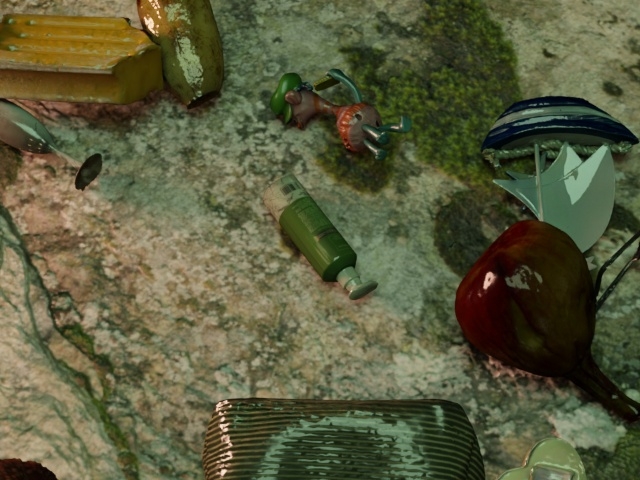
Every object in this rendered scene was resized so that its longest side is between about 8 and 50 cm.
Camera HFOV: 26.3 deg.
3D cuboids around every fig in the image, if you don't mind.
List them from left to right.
[{"bbox_3d":[0.309,0.108,1.762,0.191,0.190,0.290,-40,66,-19],"label":"fig"}]

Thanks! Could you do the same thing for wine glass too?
[{"bbox_3d":[-0.412,-0.145,1.989,0.198,0.066,0.066,31,66,17],"label":"wine glass"}]

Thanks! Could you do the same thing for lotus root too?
[{"bbox_3d":[-0.208,-0.315,2.060,0.110,0.097,0.258,-19,64,-4],"label":"lotus root"}]

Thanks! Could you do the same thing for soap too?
[{"bbox_3d":[-0.357,-0.267,2.016,0.258,0.080,0.160,4,37,6],"label":"soap"}]

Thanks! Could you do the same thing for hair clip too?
[{"bbox_3d":[0.286,0.351,1.690,0.159,0.071,0.218,12,68,2],"label":"hair clip"}]

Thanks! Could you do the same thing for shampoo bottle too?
[{"bbox_3d":[0.000,0.000,1.898,0.065,0.065,0.204,-31,65,-15],"label":"shampoo bottle"}]

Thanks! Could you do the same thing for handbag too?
[{"bbox_3d":[0.023,0.330,1.605,0.341,0.247,0.240,0,60,5],"label":"handbag"}]

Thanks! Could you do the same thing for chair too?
[{"bbox_3d":[0.479,0.023,1.826,0.140,0.145,0.221,33,66,17],"label":"chair"}]

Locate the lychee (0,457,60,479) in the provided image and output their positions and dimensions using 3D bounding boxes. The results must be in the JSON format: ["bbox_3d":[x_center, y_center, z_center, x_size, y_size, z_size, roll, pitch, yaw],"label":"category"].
[{"bbox_3d":[-0.382,0.353,1.645,0.195,0.194,0.194,-1,61,1],"label":"lychee"}]

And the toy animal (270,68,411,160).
[{"bbox_3d":[0.031,-0.188,1.979,0.208,0.100,0.103,28,103,29],"label":"toy animal"}]

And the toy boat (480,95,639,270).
[{"bbox_3d":[0.320,-0.085,1.935,0.210,0.070,0.291,18,66,14],"label":"toy boat"}]
